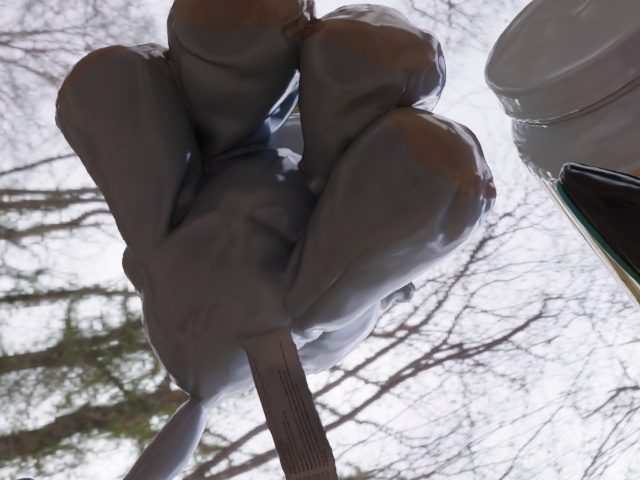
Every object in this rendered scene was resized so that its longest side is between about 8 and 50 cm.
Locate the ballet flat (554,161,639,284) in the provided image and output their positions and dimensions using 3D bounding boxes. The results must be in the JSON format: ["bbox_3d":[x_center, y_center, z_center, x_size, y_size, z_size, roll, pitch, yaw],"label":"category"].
[{"bbox_3d":[0.210,0.022,0.584,0.074,0.074,0.203,-43,-108,22],"label":"ballet flat"}]

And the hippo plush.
[{"bbox_3d":[0.000,0.000,0.673,0.234,0.236,0.294,-15,-103,14],"label":"hippo plush"}]

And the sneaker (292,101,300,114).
[{"bbox_3d":[0.000,-0.097,1.023,0.275,0.110,0.107,13,-122,49],"label":"sneaker"}]

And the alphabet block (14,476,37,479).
[{"bbox_3d":[-0.216,0.318,0.762,0.192,0.193,0.197,45,-27,27],"label":"alphabet block"}]

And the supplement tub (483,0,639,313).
[{"bbox_3d":[0.328,-0.086,1.029,0.241,0.241,0.331,-31,-65,25],"label":"supplement tub"}]
